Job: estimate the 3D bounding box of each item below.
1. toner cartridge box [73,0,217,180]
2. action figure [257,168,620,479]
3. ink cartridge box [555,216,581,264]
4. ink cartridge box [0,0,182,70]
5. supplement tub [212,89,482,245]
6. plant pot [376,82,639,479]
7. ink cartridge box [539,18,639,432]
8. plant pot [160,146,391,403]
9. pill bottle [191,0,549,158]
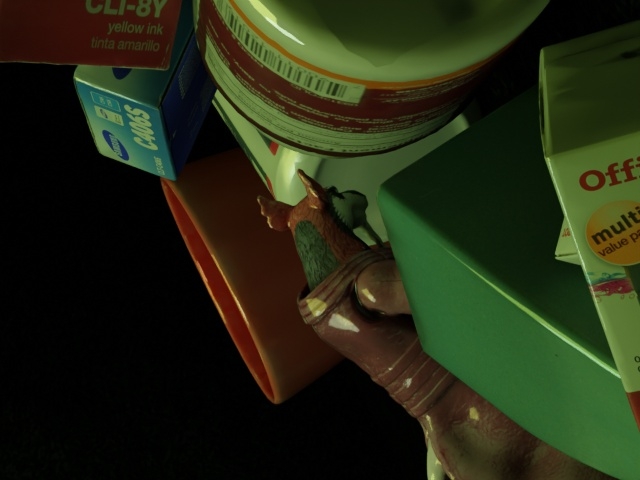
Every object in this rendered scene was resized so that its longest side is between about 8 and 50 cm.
[{"bbox_3d":[-0.089,-0.237,1.491,0.075,0.347,0.165,20,163,8],"label":"toner cartridge box"},{"bbox_3d":[0.084,0.097,1.416,0.370,0.275,0.248,39,162,-4],"label":"action figure"},{"bbox_3d":[0.180,-0.043,1.048,0.088,0.052,0.122,165,121,-83],"label":"ink cartridge box"},{"bbox_3d":[-0.199,-0.342,1.293,0.279,0.160,0.384,33,116,46],"label":"ink cartridge box"},{"bbox_3d":[0.004,-0.142,1.619,0.272,0.191,0.191,57,170,41],"label":"supplement tub"},{"bbox_3d":[0.180,0.038,1.173,0.234,0.166,0.165,44,161,44],"label":"plant pot"},{"bbox_3d":[0.191,-0.013,0.903,0.127,0.128,0.176,-79,-30,-61],"label":"ink cartridge box"},{"bbox_3d":[0.000,0.000,1.917,0.275,0.243,0.275,62,172,16],"label":"plant pot"},{"bbox_3d":[0.027,-0.177,1.228,0.224,0.224,0.392,63,173,4],"label":"pill bottle"}]
